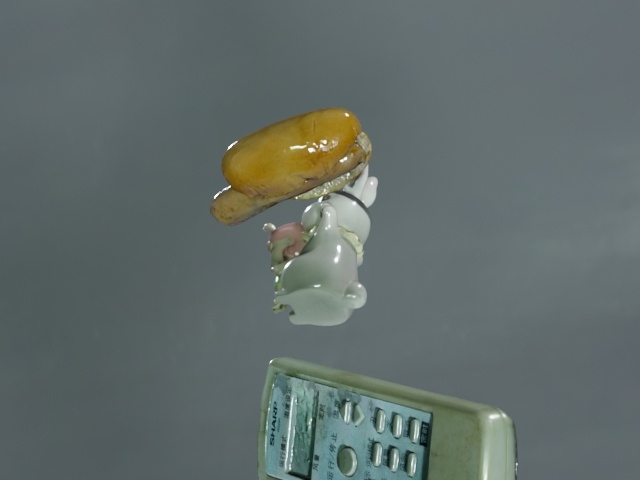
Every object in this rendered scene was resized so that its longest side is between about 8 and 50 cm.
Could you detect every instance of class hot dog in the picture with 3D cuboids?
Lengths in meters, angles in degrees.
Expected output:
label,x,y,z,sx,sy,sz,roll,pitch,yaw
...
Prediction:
label,x,y,z,sx,sy,sz,roll,pitch,yaw
hot dog,-0.028,-0.058,1.487,0.140,0.060,0.090,-13,-18,12

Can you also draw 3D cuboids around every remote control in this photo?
label,x,y,z,sx,sy,sz,roll,pitch,yaw
remote control,0.041,0.147,1.320,0.038,0.098,0.233,3,5,-42

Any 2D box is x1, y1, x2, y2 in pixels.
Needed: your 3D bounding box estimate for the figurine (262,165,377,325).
label,x,y,z,sx,sy,sz,roll,pitch,yaw
figurine,-0.004,-0.005,1.635,0.098,0.081,0.146,5,57,3
